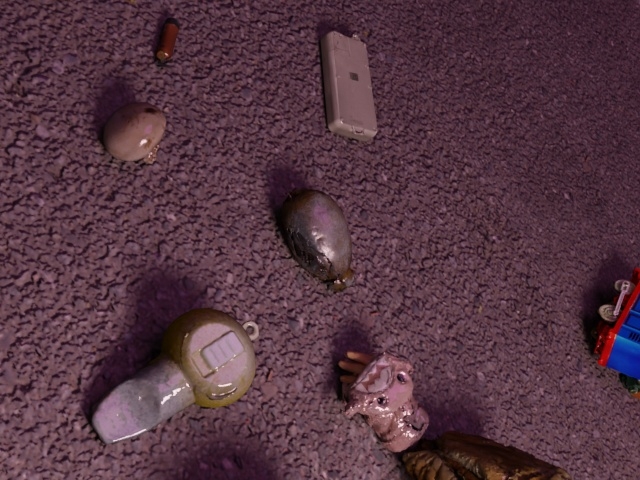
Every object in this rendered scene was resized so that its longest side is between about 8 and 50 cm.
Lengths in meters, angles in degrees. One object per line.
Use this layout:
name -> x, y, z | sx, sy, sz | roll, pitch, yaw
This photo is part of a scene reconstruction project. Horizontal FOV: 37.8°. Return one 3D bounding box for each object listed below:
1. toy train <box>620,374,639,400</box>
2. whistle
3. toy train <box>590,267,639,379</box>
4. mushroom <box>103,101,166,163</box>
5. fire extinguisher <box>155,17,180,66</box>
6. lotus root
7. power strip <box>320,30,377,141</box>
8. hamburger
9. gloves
toy train -> 0.566, 0.229, 1.657 | 0.064, 0.044, 0.103 | 30, 55, -28
whistle -> -0.164, 0.158, 1.080 | 0.223, 0.123, 0.123 | -33, 91, -22
toy train -> 0.552, 0.145, 1.628 | 0.131, 0.083, 0.204 | 22, 41, 23
mushroom -> -0.229, -0.130, 1.182 | 0.079, 0.085, 0.085 | 55, 38, -44
fire extinguisher -> -0.210, -0.271, 1.289 | 0.022, 0.028, 0.083 | 55, 35, -51
lotus root -> 0.000, 0.000, 1.292 | 0.088, 0.088, 0.165 | -33, 101, -43
power strip -> 0.044, -0.245, 1.476 | 0.081, 0.035, 0.192 | 11, 62, -34
hamburger -> 0.215, 0.332, 1.234 | 0.183, 0.206, 0.130 | 17, 91, -34
gloves -> 0.089, 0.212, 1.252 | 0.144, 0.094, 0.110 | 40, 60, -27
